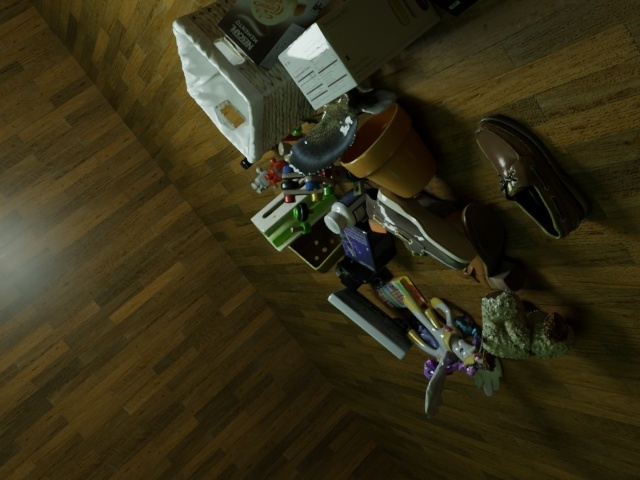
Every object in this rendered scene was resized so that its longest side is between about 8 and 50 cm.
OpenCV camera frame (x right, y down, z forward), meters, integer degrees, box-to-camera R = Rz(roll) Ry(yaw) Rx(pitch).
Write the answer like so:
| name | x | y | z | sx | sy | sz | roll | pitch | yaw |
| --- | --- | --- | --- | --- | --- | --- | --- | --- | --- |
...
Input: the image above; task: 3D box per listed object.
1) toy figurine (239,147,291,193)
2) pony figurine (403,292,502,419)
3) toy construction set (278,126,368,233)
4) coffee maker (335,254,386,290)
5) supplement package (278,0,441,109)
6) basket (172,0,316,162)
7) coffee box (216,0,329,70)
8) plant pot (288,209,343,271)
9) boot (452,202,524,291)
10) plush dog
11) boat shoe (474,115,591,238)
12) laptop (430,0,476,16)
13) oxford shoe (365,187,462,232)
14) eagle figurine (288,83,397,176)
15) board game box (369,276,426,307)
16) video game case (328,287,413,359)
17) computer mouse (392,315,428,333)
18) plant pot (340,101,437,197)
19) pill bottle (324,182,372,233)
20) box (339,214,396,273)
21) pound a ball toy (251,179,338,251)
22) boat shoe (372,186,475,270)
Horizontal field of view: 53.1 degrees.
| name | x | y | z | sx | sy | sz | roll | pitch | yaw |
| --- | --- | --- | --- | --- | --- | --- | --- | --- | --- |
| toy figurine | -0.161 | -0.248 | 2.310 | 0.213 | 0.148 | 0.209 | 31 | 159 | 34 |
| pony figurine | 0.422 | 0.374 | 2.114 | 0.363 | 0.303 | 0.351 | 48 | 156 | 47 |
| toy construction set | 0.011 | -0.220 | 1.956 | 0.257 | 0.237 | 0.309 | 116 | 141 | -54 |
| coffee maker | 0.139 | 0.127 | 2.361 | 0.171 | 0.120 | 0.178 | 61 | 168 | 8 |
| supplement package | 0.079 | -0.426 | 1.348 | 0.145 | 0.262 | 0.204 | 52 | 158 | -12 |
| basket | -0.190 | -0.460 | 1.763 | 0.328 | 0.266 | 0.331 | 48 | 164 | 13 |
| coffee box | -0.103 | -0.546 | 1.514 | 0.141 | 0.246 | 0.098 | 46 | -164 | 7 |
| plant pot | 0.000 | 0.000 | 2.351 | 0.212 | 0.212 | 0.187 | 40 | 171 | 22 |
| boot | 0.406 | 0.015 | 1.722 | 0.283 | 0.109 | 0.220 | 49 | 164 | -22 |
| plush dog | 0.546 | 0.248 | 1.675 | 0.225 | 0.210 | 0.262 | 3 | 168 | 23 |
| boat shoe | 0.436 | -0.136 | 1.367 | 0.307 | 0.104 | 0.111 | 45 | 159 | 9 |
| laptop | 0.224 | -0.574 | 1.158 | 0.234 | 0.136 | 0.264 | -18 | 87 | 67 |
| oxford shoe | 0.242 | -0.094 | 1.802 | 0.364 | 0.130 | 0.132 | 2 | 118 | 55 |
| eagle figurine | 0.036 | -0.327 | 1.657 | 0.225 | 0.226 | 0.298 | 59 | 152 | 27 |
| board game box | 0.279 | 0.191 | 2.346 | 0.124 | 0.039 | 0.259 | 52 | 156 | -10 |
| video game case | 0.195 | 0.291 | 2.341 | 0.329 | 0.036 | 0.300 | 38 | -169 | 11 |
| computer mouse | 0.335 | 0.326 | 2.455 | 0.071 | 0.041 | 0.242 | 52 | 160 | -10 |
| plant pot | 0.187 | -0.212 | 1.629 | 0.188 | 0.205 | 0.205 | 39 | 163 | -19 |
| pill bottle | 0.094 | -0.099 | 2.011 | 0.094 | 0.169 | 0.094 | 41 | 157 | 21 |
| box | 0.152 | -0.016 | 2.129 | 0.153 | 0.108 | 0.207 | 30 | 152 | 38 |
| pound a ball toy | -0.092 | -0.150 | 2.160 | 0.136 | 0.319 | 0.208 | 43 | 173 | 45 |
| boat shoe | 0.257 | -0.018 | 1.643 | 0.324 | 0.116 | 0.096 | 42 | 127 | 33 |
